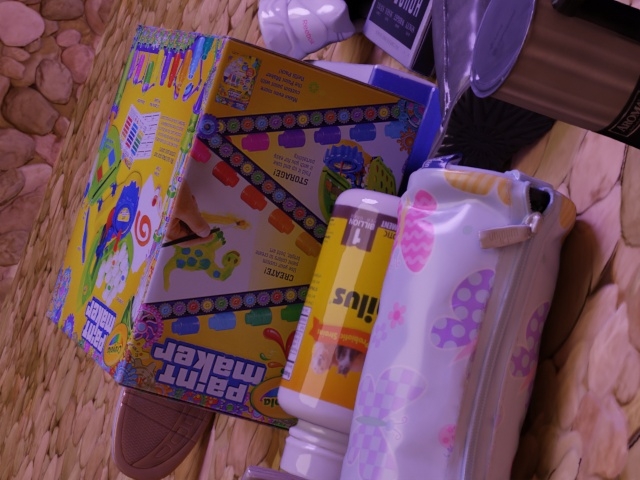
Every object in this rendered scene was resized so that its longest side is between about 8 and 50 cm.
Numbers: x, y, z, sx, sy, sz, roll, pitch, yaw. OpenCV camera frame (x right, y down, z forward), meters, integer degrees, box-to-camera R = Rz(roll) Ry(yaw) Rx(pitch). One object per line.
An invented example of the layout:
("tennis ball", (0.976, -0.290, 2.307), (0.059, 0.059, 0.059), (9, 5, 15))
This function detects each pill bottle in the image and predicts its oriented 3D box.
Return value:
("pill bottle", (0.039, 0.077, 1.349), (0.117, 0.117, 0.215), (-173, 100, -73))

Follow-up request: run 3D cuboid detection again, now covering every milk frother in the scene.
("milk frother", (0.173, -0.138, 1.114), (0.143, 0.134, 0.129), (-103, 35, -59))

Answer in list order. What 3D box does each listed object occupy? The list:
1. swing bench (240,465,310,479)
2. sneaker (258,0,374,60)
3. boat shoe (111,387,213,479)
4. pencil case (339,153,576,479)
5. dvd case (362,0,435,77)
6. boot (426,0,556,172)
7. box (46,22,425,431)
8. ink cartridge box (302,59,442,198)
("swing bench", (-0.023, 0.337, 1.224), (0.255, 0.165, 0.253), (-93, 25, -62))
("sneaker", (0.024, -0.246, 1.806), (0.232, 0.115, 0.090), (-67, -38, -51))
("boat shoe", (-0.160, 0.142, 1.964), (0.096, 0.098, 0.277), (-43, 24, 59))
("pencil case", (0.090, 0.087, 1.194), (0.124, 0.113, 0.273), (0, 72, 52))
("dvd case", (0.110, -0.276, 1.633), (0.179, 0.029, 0.239), (-126, 57, -70))
("boot", (0.132, -0.153, 1.395), (0.189, 0.076, 0.208), (-47, 23, 50))
("box", (-0.084, -0.019, 1.518), (0.290, 0.177, 0.279), (25, 97, 69))
("ink cartridge box", (0.000, 0.000, 1.641), (0.330, 0.071, 0.324), (-158, 87, -74))
